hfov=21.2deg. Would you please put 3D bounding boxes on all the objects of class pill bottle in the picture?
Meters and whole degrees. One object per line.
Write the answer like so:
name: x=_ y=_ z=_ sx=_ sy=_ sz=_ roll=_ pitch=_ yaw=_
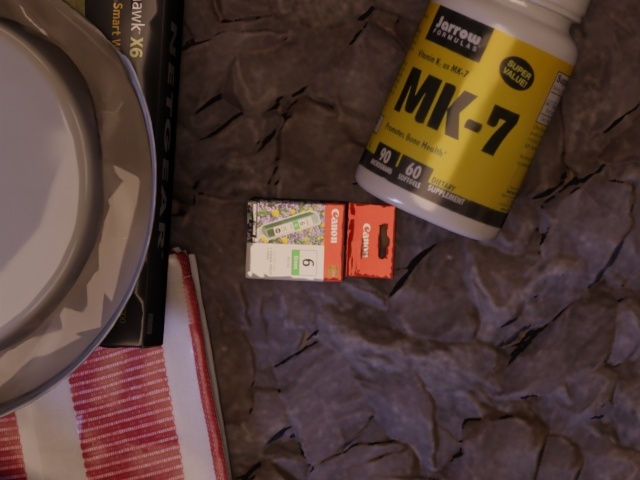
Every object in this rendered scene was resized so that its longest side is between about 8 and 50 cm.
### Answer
pill bottle: x=0.118 y=-0.115 z=1.267 sx=0.119 sy=0.119 sz=0.209 roll=24 pitch=97 yaw=3

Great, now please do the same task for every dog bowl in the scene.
dog bowl: x=-0.276 y=-0.039 z=1.215 sx=0.348 sy=0.102 sz=0.349 roll=0 pitch=87 yaw=5

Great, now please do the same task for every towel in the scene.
towel: x=-0.244 y=0.141 z=1.373 sx=0.329 sy=0.037 sz=0.237 roll=-9 pitch=96 yaw=7

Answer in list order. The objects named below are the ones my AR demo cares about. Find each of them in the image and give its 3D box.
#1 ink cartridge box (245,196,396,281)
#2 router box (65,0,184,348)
ink cartridge box: x=0.000 y=0.000 z=1.335 sx=0.115 sy=0.029 sz=0.063 roll=3 pitch=96 yaw=6
router box: x=-0.235 y=-0.077 z=1.305 sx=0.242 sy=0.081 sz=0.309 roll=3 pitch=88 yaw=6
